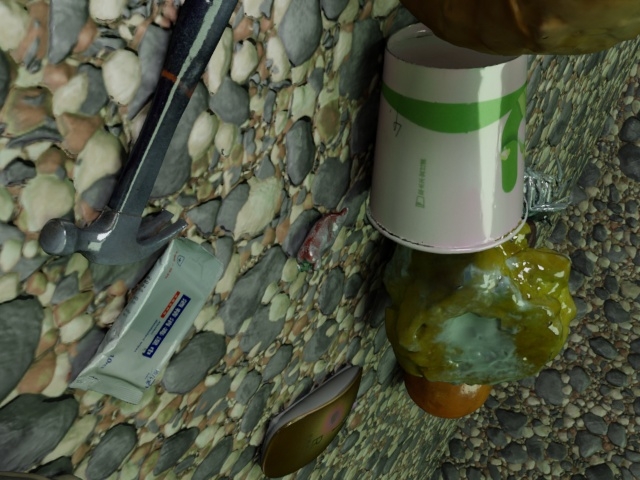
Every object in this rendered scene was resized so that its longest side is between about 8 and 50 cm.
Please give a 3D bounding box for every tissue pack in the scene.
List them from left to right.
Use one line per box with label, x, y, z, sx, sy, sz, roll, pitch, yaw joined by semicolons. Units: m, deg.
tissue pack;-0.182;0.088;0.696;0.193;0.026;0.122;-57;154;-10

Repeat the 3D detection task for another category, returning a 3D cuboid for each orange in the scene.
orange;0.348;0.329;1.661;0.284;0.226;0.284;-37;138;-43

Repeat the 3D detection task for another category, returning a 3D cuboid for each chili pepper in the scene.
chili pepper;-0.001;0.000;0.921;0.153;0.041;0.050;-60;179;-42

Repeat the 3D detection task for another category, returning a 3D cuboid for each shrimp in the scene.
shrimp;0.442;-0.137;1.413;0.410;0.221;0.166;14;115;-39

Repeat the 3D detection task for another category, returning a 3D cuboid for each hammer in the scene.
hammer;-0.138;-0.111;0.571;0.137;0.037;0.290;14;103;-63

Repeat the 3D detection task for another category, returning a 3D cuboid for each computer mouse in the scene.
computer mouse;-0.002;0.346;1.222;0.310;0.071;0.158;-21;134;-54

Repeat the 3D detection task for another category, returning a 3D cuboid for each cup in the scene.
cup;0.184;-0.157;0.905;0.253;0.253;0.274;-39;138;-38

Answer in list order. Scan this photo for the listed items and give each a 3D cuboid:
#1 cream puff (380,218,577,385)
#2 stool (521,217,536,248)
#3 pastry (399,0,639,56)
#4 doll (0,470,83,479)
cream puff;0.293;0.086;1.205;0.276;0.377;0.379;-79;175;-50
stool;0.361;0.047;1.455;0.272;0.178;0.272;-42;148;-35
pastry;0.194;-0.364;0.561;0.245;0.409;0.410;-36;145;-24
doll;-0.298;0.375;0.531;0.379;0.252;0.382;-53;146;-17
